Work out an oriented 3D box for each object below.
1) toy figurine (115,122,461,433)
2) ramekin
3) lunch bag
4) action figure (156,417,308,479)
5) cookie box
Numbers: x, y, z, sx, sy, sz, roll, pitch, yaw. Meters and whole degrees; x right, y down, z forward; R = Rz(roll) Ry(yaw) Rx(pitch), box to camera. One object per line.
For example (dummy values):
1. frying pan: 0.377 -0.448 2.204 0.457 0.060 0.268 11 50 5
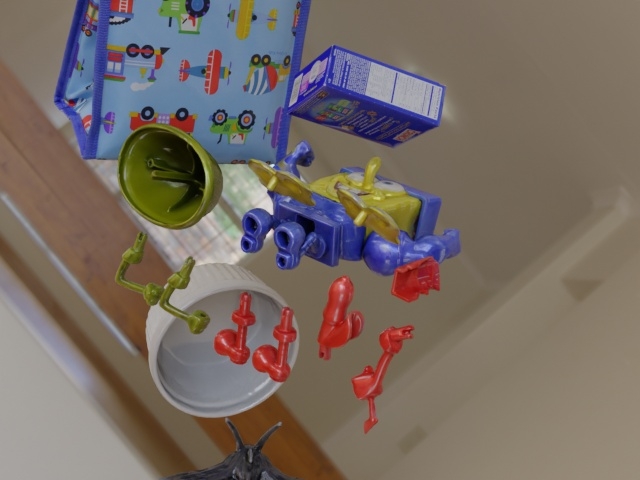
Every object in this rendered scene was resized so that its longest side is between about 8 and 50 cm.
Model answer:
1. toy figurine: 0.000 0.000 0.917 0.362 0.217 0.191 22 -65 38
2. ramekin: -0.143 0.128 1.354 0.207 0.207 0.109 56 -5 -35
3. lunch bag: -0.123 -0.232 0.979 0.138 0.220 0.293 52 -47 46
4. action figure: -0.082 0.294 0.930 0.141 0.164 0.276 -164 -101 -77
5. cookie box: 0.038 -0.120 0.838 0.107 0.040 0.092 17 -13 -19
